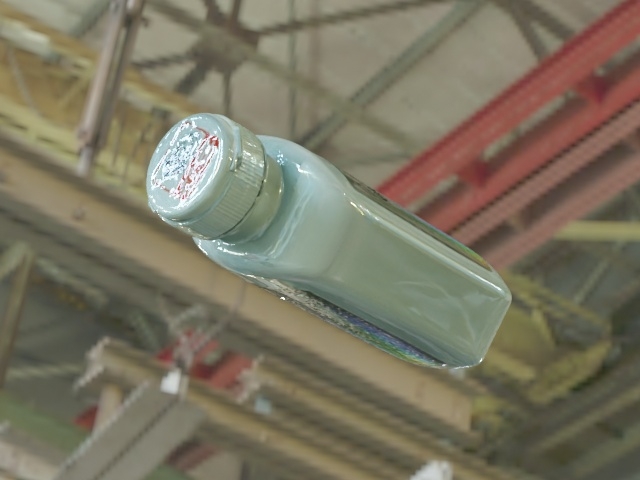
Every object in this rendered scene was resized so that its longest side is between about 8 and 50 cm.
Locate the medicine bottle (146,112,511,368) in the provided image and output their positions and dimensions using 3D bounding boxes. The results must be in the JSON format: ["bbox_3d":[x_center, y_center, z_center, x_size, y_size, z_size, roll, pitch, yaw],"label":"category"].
[{"bbox_3d":[0.000,0.000,1.051,0.229,0.083,0.121,28,-2,-43],"label":"medicine bottle"}]
